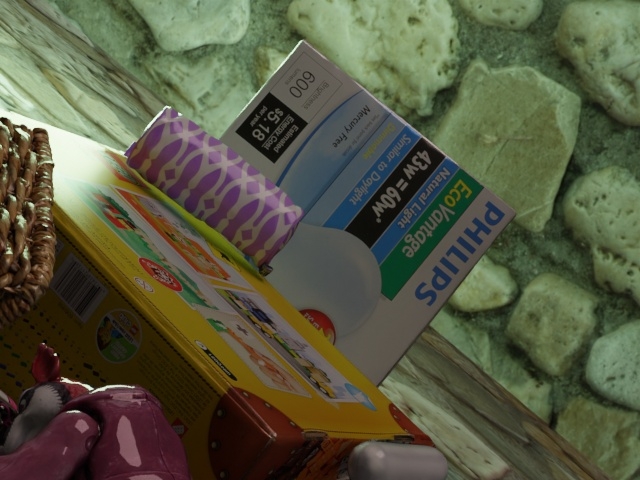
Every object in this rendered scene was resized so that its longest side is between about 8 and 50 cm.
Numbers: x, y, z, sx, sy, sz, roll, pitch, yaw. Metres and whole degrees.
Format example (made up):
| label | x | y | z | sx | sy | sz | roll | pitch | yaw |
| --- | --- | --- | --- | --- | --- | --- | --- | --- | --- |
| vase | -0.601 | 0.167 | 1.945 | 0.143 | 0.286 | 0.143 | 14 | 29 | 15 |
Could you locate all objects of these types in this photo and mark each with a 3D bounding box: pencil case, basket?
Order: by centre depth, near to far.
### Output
| label | x | y | z | sx | sy | sz | roll | pitch | yaw |
| --- | --- | --- | --- | --- | --- | --- | --- | --- | --- |
| basket | -0.355 | 0.004 | 1.140 | 0.223 | 0.213 | 0.299 | 27 | 19 | -24 |
| pencil case | -0.113 | -0.056 | 1.554 | 0.206 | 0.086 | 0.088 | 40 | -25 | -3 |

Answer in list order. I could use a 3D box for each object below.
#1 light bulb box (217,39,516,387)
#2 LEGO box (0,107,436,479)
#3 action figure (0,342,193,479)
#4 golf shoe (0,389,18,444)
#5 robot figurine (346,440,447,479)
| label | x | y | z | sx | sy | sz | roll | pitch | yaw |
| --- | --- | --- | --- | --- | --- | --- | --- | --- | --- |
| light bulb box | 0.000 | 0.000 | 1.903 | 0.361 | 0.358 | 0.225 | 39 | -8 | 2 |
| LEGO box | -0.177 | 0.102 | 1.413 | 0.500 | 0.193 | 0.372 | 43 | 11 | 25 |
| action figure | -0.128 | 0.205 | 0.988 | 0.248 | 0.276 | 0.370 | 17 | 37 | -49 |
| golf shoe | -0.314 | 0.125 | 1.195 | 0.186 | 0.067 | 0.086 | 35 | 9 | -18 |
| robot figurine | 0.077 | 0.327 | 1.265 | 0.353 | 0.200 | 0.299 | 20 | 65 | -54 |
